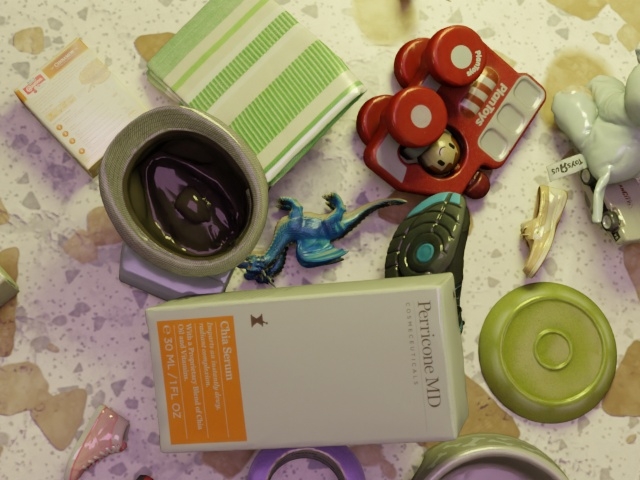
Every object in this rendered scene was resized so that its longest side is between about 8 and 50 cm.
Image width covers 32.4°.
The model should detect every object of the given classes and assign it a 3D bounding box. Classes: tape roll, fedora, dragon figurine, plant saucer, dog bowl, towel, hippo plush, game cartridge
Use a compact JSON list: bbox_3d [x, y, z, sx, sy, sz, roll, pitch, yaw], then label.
[{"bbox_3d":[-0.024,0.399,1.741,0.189,0.080,0.189,1,69,-4],"label":"tape roll"},{"bbox_3d":[-0.215,-0.072,1.755,0.275,0.124,0.244,41,81,-5],"label":"fedora"},{"bbox_3d":[0.000,0.000,1.831,0.289,0.085,0.144,-4,80,-5],"label":"dragon figurine"},{"bbox_3d":[0.387,0.186,1.852,0.241,0.037,0.241,1,79,-4],"label":"plant saucer"},{"bbox_3d":[0.273,0.481,1.755,0.348,0.102,0.349,1,80,-5],"label":"dog bowl"},{"bbox_3d":[-0.112,-0.272,1.848,0.248,0.038,0.325,-45,69,-5],"label":"towel"},{"bbox_3d":[0.509,-0.228,1.802,0.294,0.236,0.234,-26,64,-33],"label":"hippo plush"},{"bbox_3d":[-0.211,-0.040,1.840,0.198,0.062,0.297,23,78,-4],"label":"game cartridge"}]

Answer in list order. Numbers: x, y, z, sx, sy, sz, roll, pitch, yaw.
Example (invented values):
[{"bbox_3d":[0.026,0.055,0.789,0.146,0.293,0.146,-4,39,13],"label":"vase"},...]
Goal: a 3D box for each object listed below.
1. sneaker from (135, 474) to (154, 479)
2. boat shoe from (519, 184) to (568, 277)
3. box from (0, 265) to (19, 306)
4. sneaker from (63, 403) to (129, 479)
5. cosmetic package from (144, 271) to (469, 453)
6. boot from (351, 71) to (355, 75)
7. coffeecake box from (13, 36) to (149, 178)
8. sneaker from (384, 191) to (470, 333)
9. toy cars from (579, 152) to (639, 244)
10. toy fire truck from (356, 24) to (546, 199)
[{"bbox_3d":[-0.282,0.511,1.704,0.135,0.097,0.276,22,77,2],"label":"sneaker"},{"bbox_3d":[0.369,-0.018,1.880,0.059,0.063,0.170,22,69,2],"label":"boat shoe"},{"bbox_3d":[-0.647,0.120,1.737,0.311,0.121,0.148,-43,85,-10],"label":"box"},{"bbox_3d":[-0.352,0.335,1.756,0.070,0.051,0.134,26,74,6],"label":"sneaker"},{"bbox_3d":[-0.019,0.186,1.665,0.453,0.161,0.230,-6,93,14],"label":"cosmetic package"},{"bbox_3d":[-0.014,-0.273,1.883,0.157,0.084,0.059,4,81,-2],"label":"boot"},{"bbox_3d":[-0.395,-0.222,1.850,0.142,0.068,0.185,-43,85,-10],"label":"coffeecake box"},{"bbox_3d":[0.177,0.088,1.818,0.139,0.125,0.341,28,77,-44],"label":"sneaker"},{"bbox_3d":[0.585,-0.004,1.879,0.393,0.087,0.176,35,54,5],"label":"toy cars"},{"bbox_3d":[0.223,-0.203,1.861,0.254,0.169,0.302,36,79,-16],"label":"toy fire truck"}]
